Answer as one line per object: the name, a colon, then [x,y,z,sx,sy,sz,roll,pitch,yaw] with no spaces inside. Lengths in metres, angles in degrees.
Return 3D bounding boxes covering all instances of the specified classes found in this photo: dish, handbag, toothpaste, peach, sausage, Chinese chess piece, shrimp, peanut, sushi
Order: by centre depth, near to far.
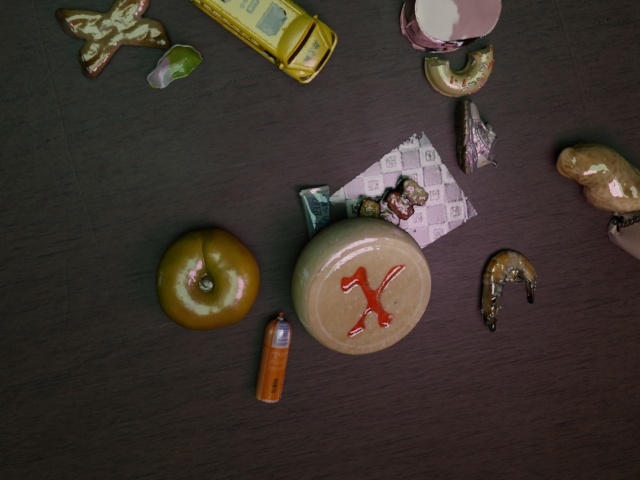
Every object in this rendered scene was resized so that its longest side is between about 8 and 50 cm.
dish: [-0.336,-0.398,1.541,0.137,0.091,0.039,-34,64,19]
handbag: [0.288,-0.514,1.542,0.205,0.116,0.179,-8,106,-4]
handbag: [0.872,0.025,1.622,0.237,0.358,0.160,14,104,-9]
peach: [-0.268,0.092,1.633,0.251,0.153,0.250,0,88,-7]
Chinese chess piece: [0.095,0.106,1.634,0.338,0.140,0.337,-8,116,-17]
peanut: [0.690,-0.154,1.679,0.253,0.122,0.137,39,107,-12]
sushi: [0.205,-0.084,1.682,0.290,0.050,0.264,-34,106,3]
toothpaste: [0.001,0.000,1.686,0.069,0.047,0.268,-5,103,12]
sausage: [-0.116,0.290,1.736,0.071,0.071,0.234,9,104,-8]
shrimp: [0.485,0.133,1.772,0.150,0.051,0.217,5,100,-15]

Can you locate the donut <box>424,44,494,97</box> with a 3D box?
donut: [0.331,-0.389,1.606,0.166,0.065,0.108,-12,106,-3]

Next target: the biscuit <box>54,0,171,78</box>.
biscuit: [-0.454,-0.466,1.511,0.208,0.047,0.164,-22,109,-1]

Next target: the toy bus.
toy bus: [-0.119,-0.483,1.489,0.330,0.152,0.144,34,98,-13]

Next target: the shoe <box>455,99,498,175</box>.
shoe: [0.376,-0.247,1.637,0.092,0.089,0.180,-8,108,-3]
